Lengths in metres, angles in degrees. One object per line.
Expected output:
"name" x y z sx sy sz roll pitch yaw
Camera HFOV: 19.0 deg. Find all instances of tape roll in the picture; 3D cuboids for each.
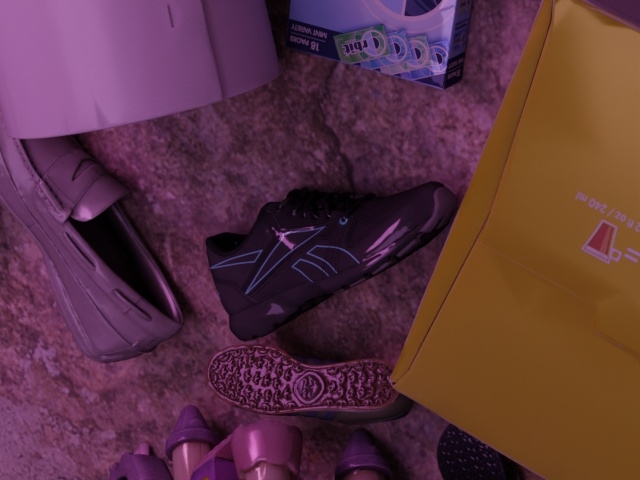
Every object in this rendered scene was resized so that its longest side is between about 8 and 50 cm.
"tape roll" -0.169 -0.196 1.644 0.246 0.246 0.169 -5 104 30

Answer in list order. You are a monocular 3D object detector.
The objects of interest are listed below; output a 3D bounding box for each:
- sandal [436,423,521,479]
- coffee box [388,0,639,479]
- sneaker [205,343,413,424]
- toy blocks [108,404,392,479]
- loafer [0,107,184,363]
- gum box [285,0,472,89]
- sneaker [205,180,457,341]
"sandal" 0.156 0.228 1.733 0.067 0.040 0.179 -5 118 36
"coffee box" 0.307 0.000 1.388 0.338 0.334 0.338 30 119 18
"sneaker" -0.004 0.140 1.758 0.192 0.086 0.064 3 73 23
"toy blocks" -0.118 0.249 1.768 0.288 0.309 0.260 -41 42 40
"loafer" -0.230 -0.037 1.819 0.111 0.112 0.319 -22 103 28
"gum box" 0.055 -0.237 1.625 0.157 0.041 0.184 18 115 23
"sneaker" 0.000 0.000 1.702 0.267 0.101 0.106 -28 89 33
